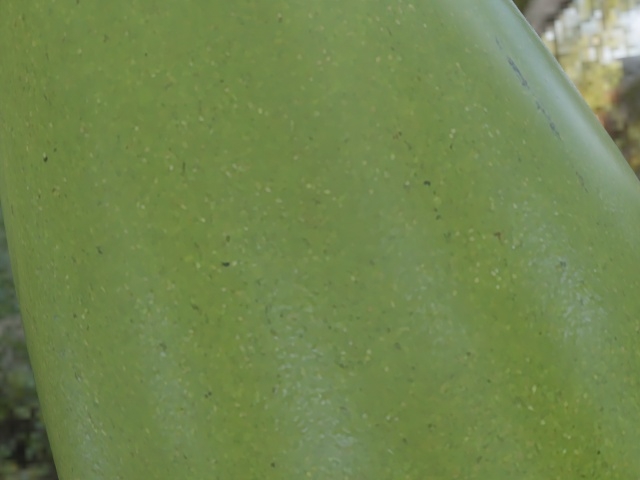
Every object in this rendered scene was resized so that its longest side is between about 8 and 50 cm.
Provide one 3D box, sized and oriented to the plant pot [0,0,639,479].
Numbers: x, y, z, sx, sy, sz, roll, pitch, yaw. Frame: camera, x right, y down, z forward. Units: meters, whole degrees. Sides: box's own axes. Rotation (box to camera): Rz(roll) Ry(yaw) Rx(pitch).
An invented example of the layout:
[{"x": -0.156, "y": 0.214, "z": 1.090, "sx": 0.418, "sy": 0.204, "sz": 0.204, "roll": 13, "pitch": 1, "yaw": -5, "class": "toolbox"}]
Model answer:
[{"x": 0.000, "y": 0.000, "z": 0.608, "sx": 0.275, "sy": 0.293, "sz": 0.275, "roll": -20, "pitch": 18, "yaw": 7, "class": "plant pot"}]
